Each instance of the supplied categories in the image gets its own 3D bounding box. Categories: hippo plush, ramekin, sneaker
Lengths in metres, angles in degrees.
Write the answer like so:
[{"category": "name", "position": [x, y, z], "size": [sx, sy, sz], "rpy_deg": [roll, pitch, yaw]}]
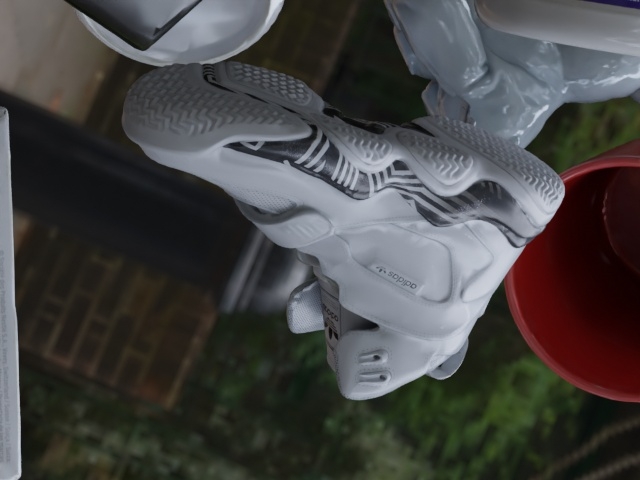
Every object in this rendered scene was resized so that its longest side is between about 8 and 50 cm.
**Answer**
[{"category": "hippo plush", "position": [0.213, -0.205, 1.956], "size": [0.294, 0.236, 0.234], "rpy_deg": [-115, -179, -63]}, {"category": "ramekin", "position": [-0.151, -0.301, 2.036], "size": [0.273, 0.272, 0.127], "rpy_deg": [110, -13, -46]}, {"category": "sneaker", "position": [0.000, 0.000, 1.455], "size": [0.137, 0.365, 0.210], "rpy_deg": [47, -60, 54]}]

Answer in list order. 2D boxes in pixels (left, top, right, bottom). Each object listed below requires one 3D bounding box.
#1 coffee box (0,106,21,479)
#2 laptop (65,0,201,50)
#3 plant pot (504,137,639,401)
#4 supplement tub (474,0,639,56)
[{"category": "coffee box", "position": [-0.497, 0.045, 1.738], "size": [0.334, 0.338, 0.338], "rpy_deg": [6, -82, 54]}, {"category": "laptop", "position": [-0.142, -0.402, 1.419], "size": [0.382, 0.236, 0.408], "rpy_deg": [-41, 155, 9]}, {"category": "plant pot", "position": [0.363, 0.007, 2.084], "size": [0.243, 0.275, 0.275], "rpy_deg": [-38, 153, -60]}, {"category": "supplement tub", "position": [0.260, -0.317, 1.531], "size": [0.241, 0.241, 0.331], "rpy_deg": [-52, 151, -79]}]
